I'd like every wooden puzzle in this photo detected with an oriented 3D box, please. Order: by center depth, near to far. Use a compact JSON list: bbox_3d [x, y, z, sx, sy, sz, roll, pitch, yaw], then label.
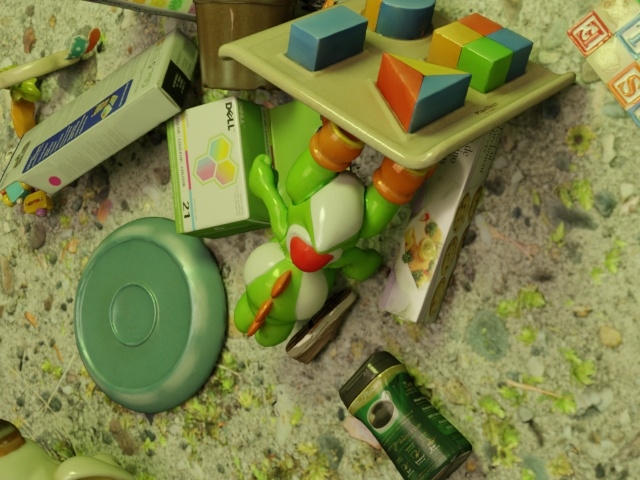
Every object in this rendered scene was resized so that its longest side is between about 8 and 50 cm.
[{"bbox_3d":[0.100,-0.235,1.211,0.348,0.322,0.080,32,134,30],"label":"wooden puzzle"}]

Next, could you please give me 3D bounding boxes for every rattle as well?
[{"bbox_3d":[-0.452,-0.265,1.672,0.199,0.130,0.143,-17,89,1],"label":"rattle"}]

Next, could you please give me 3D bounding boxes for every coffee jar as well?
[{"bbox_3d":[0.110,0.240,1.301,0.096,0.079,0.184,-50,66,21],"label":"coffee jar"}]

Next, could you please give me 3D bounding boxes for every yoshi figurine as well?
[{"bbox_3d":[-0.002,-0.018,1.306,0.362,0.203,0.203,-56,52,31],"label":"yoshi figurine"}]

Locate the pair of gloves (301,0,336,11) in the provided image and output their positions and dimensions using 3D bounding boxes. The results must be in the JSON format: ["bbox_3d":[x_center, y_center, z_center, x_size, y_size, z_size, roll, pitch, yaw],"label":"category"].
[{"bbox_3d":[-0.020,-0.337,1.457,0.074,0.010,0.083,30,101,28],"label":"pair of gloves"}]

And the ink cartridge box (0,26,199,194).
[{"bbox_3d":[-0.360,-0.189,1.561,0.371,0.069,0.176,-26,35,25],"label":"ink cartridge box"}]

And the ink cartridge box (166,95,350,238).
[{"bbox_3d":[-0.092,-0.119,1.434,0.255,0.097,0.189,-12,80,30],"label":"ink cartridge box"}]

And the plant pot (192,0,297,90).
[{"bbox_3d":[-0.110,-0.304,1.424,0.167,0.167,0.165,8,104,30],"label":"plant pot"}]

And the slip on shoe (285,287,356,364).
[{"bbox_3d":[0.008,0.125,1.393,0.041,0.051,0.135,41,101,-15],"label":"slip on shoe"}]

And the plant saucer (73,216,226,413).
[{"bbox_3d":[-0.289,0.117,1.558,0.317,0.043,0.318,-4,83,32],"label":"plant saucer"}]

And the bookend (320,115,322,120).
[{"bbox_3d":[0.090,-0.176,1.320,0.156,0.157,0.072,12,93,6],"label":"bookend"}]

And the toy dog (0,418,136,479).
[{"bbox_3d":[-0.424,0.451,1.429,0.408,0.395,0.284,39,115,18],"label":"toy dog"}]

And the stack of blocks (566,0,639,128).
[{"bbox_3d":[0.447,-0.180,1.130,0.171,0.087,0.297,-40,68,22],"label":"stack of blocks"}]

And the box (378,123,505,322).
[{"bbox_3d":[0.166,-0.048,1.297,0.063,0.067,0.324,22,97,29],"label":"box"}]

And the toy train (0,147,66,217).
[{"bbox_3d":[-0.486,-0.103,1.695,0.166,0.046,0.125,12,83,32],"label":"toy train"}]

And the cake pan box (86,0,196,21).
[{"bbox_3d":[-0.243,-0.477,1.471,0.070,0.245,0.267,-169,87,-66],"label":"cake pan box"}]
